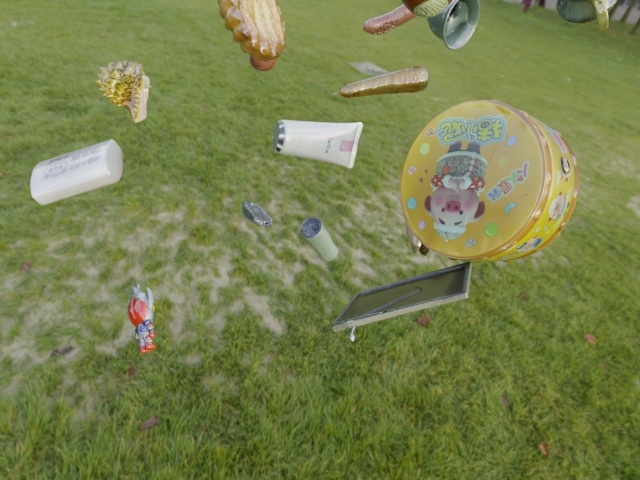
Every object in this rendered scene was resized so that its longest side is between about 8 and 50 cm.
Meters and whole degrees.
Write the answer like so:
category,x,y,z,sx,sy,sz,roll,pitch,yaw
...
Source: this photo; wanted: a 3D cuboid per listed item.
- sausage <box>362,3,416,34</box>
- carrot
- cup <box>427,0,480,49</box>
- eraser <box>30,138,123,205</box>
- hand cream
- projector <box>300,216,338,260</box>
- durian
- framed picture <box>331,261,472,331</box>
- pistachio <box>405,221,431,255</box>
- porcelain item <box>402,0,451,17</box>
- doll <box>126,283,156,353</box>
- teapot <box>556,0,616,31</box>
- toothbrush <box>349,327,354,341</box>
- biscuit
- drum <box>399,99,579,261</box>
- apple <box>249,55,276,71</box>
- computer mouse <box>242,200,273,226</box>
category,x,y,z,sx,sy,sz,roll,pitch,yaw
sausage,0.344,-0.993,1.866,0.326,0.087,0.079,-24,1,12
carrot,0.174,-0.463,1.263,0.297,0.078,0.078,-10,41,-3
cup,0.495,-0.867,1.648,0.199,0.199,0.150,-16,44,-34
eraser,-0.809,-0.229,1.416,0.270,0.095,0.174,-16,55,1
hand cream,-0.006,-0.374,1.608,0.358,0.186,0.118,-1,24,-28
projector,0.000,0.000,2.049,0.108,0.337,0.108,-6,68,14
durian,-0.484,-0.390,1.076,0.140,0.078,0.224,-3,54,-40
framed picture,0.213,0.139,1.079,0.334,0.022,0.247,-19,6,24
pistachio,0.379,-0.044,1.608,0.129,0.131,0.206,13,68,-17
porcelain item,0.375,-0.860,1.362,0.252,0.253,0.253,9,38,-7
doll,-0.483,0.205,1.149,0.062,0.104,0.195,-3,61,-37
teapot,0.632,-0.571,0.994,0.119,0.130,0.166,30,45,-53
toothbrush,0.142,0.328,1.691,0.019,0.013,0.193,44,35,-15
biscuit,-0.242,-0.788,1.479,0.107,0.326,0.326,-7,27,30
drum,0.438,-0.149,1.139,0.214,0.431,0.431,3,36,-40
apple,-0.258,-0.859,1.958,0.119,0.153,0.153,23,35,-13
computer mouse,-0.332,-0.122,2.162,0.126,0.071,0.231,8,30,-46
